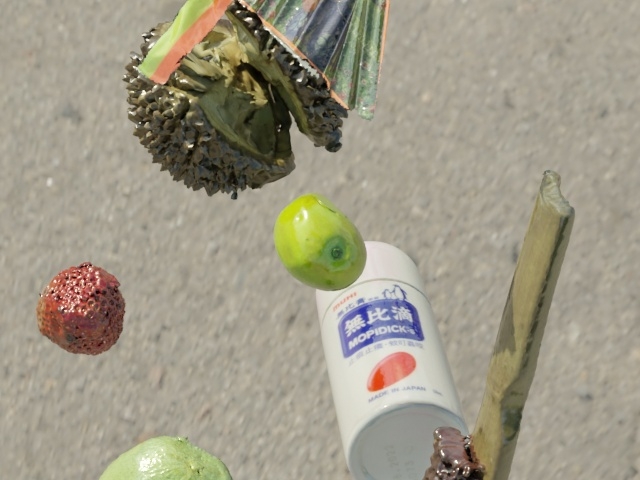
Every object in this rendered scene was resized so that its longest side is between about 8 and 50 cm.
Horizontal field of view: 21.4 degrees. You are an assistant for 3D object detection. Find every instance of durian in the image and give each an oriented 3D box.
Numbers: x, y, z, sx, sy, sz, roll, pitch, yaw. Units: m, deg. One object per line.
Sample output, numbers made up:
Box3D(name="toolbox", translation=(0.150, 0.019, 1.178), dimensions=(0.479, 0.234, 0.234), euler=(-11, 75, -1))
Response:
Box3D(name="durian", translation=(-0.054, -0.129, 1.235), dimensions=(0.196, 0.196, 0.167), euler=(-41, 116, -34))

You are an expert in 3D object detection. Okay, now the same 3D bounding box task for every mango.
Box3D(name="mango", translation=(0.000, 0.000, 1.194), dimensions=(0.073, 0.056, 0.108), euler=(46, 10, -12))

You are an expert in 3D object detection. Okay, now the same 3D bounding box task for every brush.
Box3D(name="brush", translation=(0.076, 0.083, 0.799), dimensions=(0.036, 0.248, 0.043), euler=(2, 31, -16))

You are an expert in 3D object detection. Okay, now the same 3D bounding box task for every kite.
Box3D(name="kite", translation=(-0.027, -0.149, 0.793), dimensions=(0.183, 0.014, 0.241), euler=(-50, 59, 4))

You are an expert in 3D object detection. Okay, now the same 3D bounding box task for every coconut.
Box3D(name="coconut", translation=(-0.099, 0.170, 1.081), dimensions=(0.088, 0.096, 0.088), euler=(29, 37, -24))

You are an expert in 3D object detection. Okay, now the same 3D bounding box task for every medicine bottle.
Box3D(name="medicine bottle", translation=(0.070, 0.123, 1.834), dimensions=(0.130, 0.130, 0.341), euler=(8, 30, -12))

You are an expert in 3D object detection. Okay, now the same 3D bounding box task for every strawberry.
Box3D(name="strawberry", translation=(-0.208, 0.061, 1.481), dimensions=(0.083, 0.083, 0.096), euler=(10, 11, -11))
